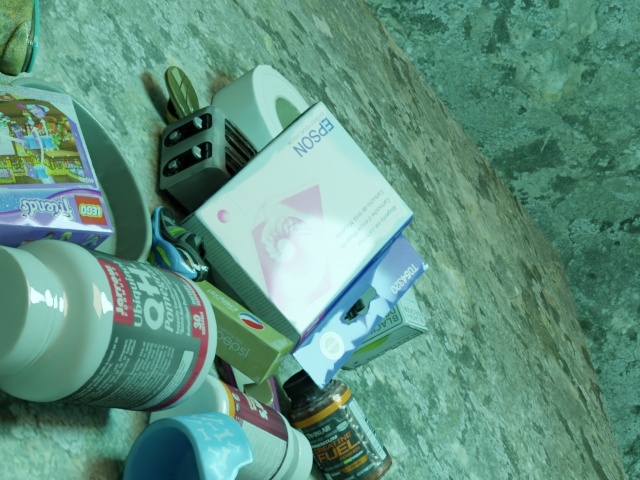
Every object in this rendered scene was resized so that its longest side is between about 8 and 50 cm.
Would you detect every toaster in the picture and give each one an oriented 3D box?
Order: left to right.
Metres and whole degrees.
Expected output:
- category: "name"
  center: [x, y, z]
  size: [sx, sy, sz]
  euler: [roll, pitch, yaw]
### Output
- category: "toaster"
  center: [-0.166, -0.099, 1.945]
  size: [0.185, 0.110, 0.168]
  euler: [46, 25, -35]

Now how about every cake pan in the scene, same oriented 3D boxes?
- category: "cake pan"
  center: [-0.334, -0.075, 1.588]
  size: [0.293, 0.054, 0.293]
  euler: [49, 23, -29]

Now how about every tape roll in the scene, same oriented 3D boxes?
- category: "tape roll"
  center: [-0.082, -0.188, 2.284]
  size: [0.286, 0.100, 0.286]
  euler: [48, 24, -30]

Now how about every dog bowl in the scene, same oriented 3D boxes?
- category: "dog bowl"
  center: [-0.142, 0.331, 1.362]
  size: [0.074, 0.166, 0.297]
  euler: [19, 44, -46]

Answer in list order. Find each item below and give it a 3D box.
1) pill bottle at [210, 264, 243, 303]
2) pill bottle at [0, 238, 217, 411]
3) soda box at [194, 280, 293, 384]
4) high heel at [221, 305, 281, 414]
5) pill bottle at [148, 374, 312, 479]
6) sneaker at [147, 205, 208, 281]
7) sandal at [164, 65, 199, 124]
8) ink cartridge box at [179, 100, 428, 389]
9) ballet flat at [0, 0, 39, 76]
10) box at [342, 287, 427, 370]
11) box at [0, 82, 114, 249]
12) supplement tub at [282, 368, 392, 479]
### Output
- category: "pill bottle"
  center: [-0.074, 0.031, 1.904]
  size: [0.184, 0.103, 0.103]
  euler: [-15, 74, -41]
- category: "pill bottle"
  center: [-0.268, 0.095, 1.339]
  size: [0.318, 0.176, 0.176]
  euler: [21, 44, -61]
- category: "soda box"
  center: [-0.133, 0.122, 1.687]
  size: [0.181, 0.061, 0.058]
  euler: [35, 17, 11]
- category: "high heel"
  center: [-0.101, 0.205, 1.785]
  size: [0.244, 0.082, 0.117]
  euler: [-118, -158, -50]
- category: "pill bottle"
  center: [-0.111, 0.261, 1.573]
  size: [0.221, 0.121, 0.121]
  euler: [37, 31, -48]
- category: "sneaker"
  center: [-0.203, 0.012, 1.696]
  size: [0.078, 0.067, 0.188]
  euler: [13, 20, -27]
- category: "sandal"
  center: [-0.230, -0.203, 2.034]
  size: [0.072, 0.049, 0.180]
  euler: [-55, 129, -62]
- category: "ink cartridge box"
  center: [0.000, 0.000, 1.851]
  size: [0.330, 0.071, 0.324]
  euler: [49, 53, -7]
- category: "ballet flat"
  center: [-0.436, -0.350, 1.658]
  size: [0.123, 0.123, 0.348]
  euler: [45, 23, -36]
- category: "box"
  center: [0.059, 0.067, 2.177]
  size: [0.087, 0.169, 0.289]
  euler: [25, 41, -58]
- category: "box"
  center: [-0.389, -0.090, 1.371]
  size: [0.293, 0.057, 0.200]
  euler: [5, 56, -48]
- category: "supplement tub"
  center: [0.020, 0.290, 1.875]
  size: [0.197, 0.106, 0.106]
  euler: [58, 20, -5]
